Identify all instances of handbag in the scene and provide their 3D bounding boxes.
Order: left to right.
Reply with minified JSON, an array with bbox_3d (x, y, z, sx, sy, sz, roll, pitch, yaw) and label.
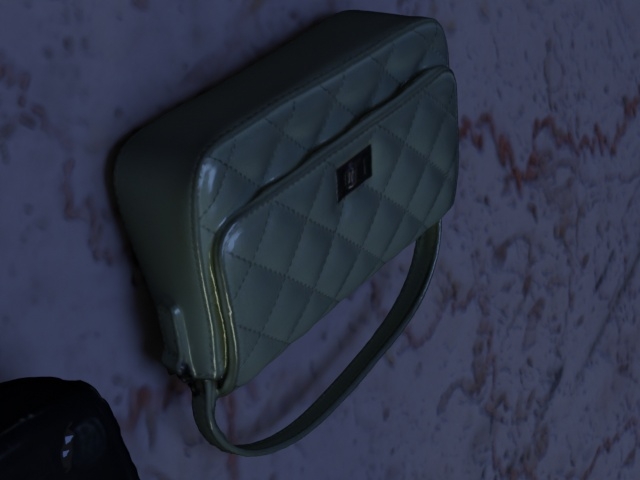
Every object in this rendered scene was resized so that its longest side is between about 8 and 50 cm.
[{"bbox_3d":[0.000,0.000,0.822,0.256,0.079,0.219,-38,127,-41],"label":"handbag"}]

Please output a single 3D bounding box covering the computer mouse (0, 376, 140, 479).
[{"bbox_3d":[-0.140,0.199,0.647,0.170,0.100,0.269,-39,119,-48],"label":"computer mouse"}]
